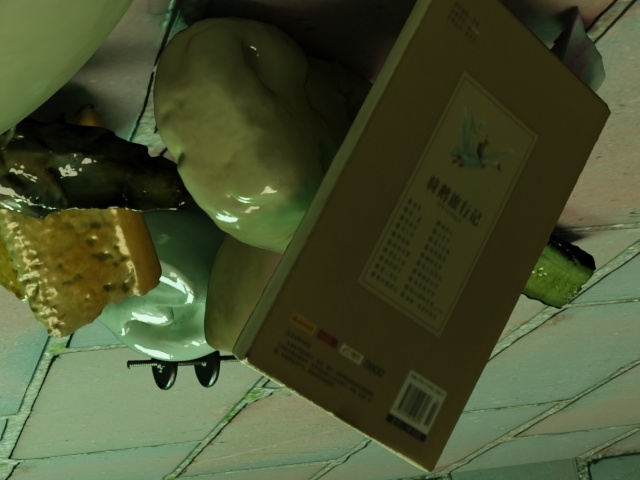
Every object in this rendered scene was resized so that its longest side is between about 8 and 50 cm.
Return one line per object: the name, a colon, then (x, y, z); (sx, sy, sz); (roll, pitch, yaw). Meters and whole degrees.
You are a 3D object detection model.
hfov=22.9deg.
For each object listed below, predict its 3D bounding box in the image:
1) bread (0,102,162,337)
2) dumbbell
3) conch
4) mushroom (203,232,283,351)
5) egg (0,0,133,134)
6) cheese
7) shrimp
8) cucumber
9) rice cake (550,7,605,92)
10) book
bread: (-0.228, -0.033, 1.236); (0.140, 0.169, 0.160); (-33, -144, -30)
dumbbell: (-0.163, 0.145, 1.905); (0.147, 0.069, 0.069); (-1, 161, -28)
conch: (-0.153, 0.033, 1.464); (0.185, 0.121, 0.221); (-7, 156, -7)
mushroom: (-0.027, -0.004, 1.353); (0.173, 0.162, 0.236); (-11, -168, -6)
egg: (-0.204, -0.148, 0.585); (0.278, 0.278, 0.336); (6, 151, -42)
cheese: (-0.019, -0.071, 1.147); (0.093, 0.159, 0.263); (-26, 160, 25)
shrimp: (-0.259, -0.097, 0.999); (0.445, 0.085, 0.272); (15, 151, -30)
cucumber: (0.220, 0.015, 1.729); (0.078, 0.062, 0.211); (-51, 142, 13)
rice cake: (0.116, -0.060, 1.174); (0.051, 0.290, 0.081); (25, 154, 36)
book: (0.081, -0.013, 1.108); (0.021, 0.310, 0.217); (17, 166, 48)
